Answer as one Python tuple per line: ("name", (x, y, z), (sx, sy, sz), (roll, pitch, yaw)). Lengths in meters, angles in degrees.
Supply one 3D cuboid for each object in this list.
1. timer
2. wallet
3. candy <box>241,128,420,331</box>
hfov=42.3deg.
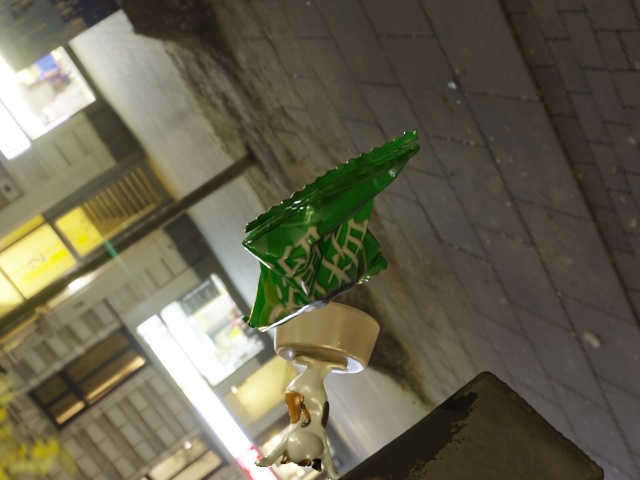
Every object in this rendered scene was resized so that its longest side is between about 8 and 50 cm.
("timer", (-0.011, 0.246, 1.334), (0.175, 0.266, 0.175), (10, 158, 4))
("wallet", (0.061, 0.193, 0.559), (0.124, 0.244, 0.025), (43, 160, 42))
("candy", (-0.004, -0.002, 0.630), (0.078, 0.141, 0.203), (40, 156, 14))
